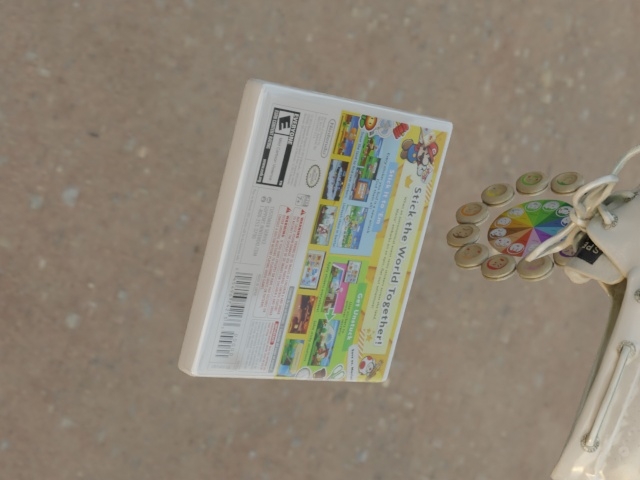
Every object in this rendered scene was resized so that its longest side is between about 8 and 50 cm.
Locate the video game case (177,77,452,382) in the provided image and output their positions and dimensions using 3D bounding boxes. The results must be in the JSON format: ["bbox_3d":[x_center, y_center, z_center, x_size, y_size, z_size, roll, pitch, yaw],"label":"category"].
[{"bbox_3d":[0.000,0.000,1.106,0.206,0.026,0.226,7,100,-42],"label":"video game case"}]

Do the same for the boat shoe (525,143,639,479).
[{"bbox_3d":[0.231,0.012,1.038,0.136,0.157,0.367,55,48,-75],"label":"boat shoe"}]

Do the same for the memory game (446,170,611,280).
[{"bbox_3d":[0.220,-0.018,1.468,0.186,0.186,0.012,-48,133,-36],"label":"memory game"}]
